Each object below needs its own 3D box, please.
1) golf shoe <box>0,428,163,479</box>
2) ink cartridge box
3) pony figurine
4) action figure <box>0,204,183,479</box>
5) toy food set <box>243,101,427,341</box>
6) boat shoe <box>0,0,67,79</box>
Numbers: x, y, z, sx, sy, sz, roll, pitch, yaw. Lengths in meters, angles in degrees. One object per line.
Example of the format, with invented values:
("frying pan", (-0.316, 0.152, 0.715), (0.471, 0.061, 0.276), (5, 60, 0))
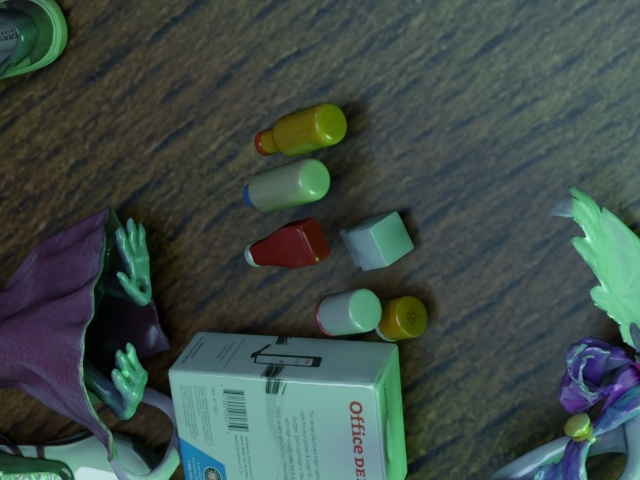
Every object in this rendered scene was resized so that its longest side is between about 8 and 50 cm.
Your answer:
("golf shoe", (-0.289, 0.249, 1.658), (0.273, 0.120, 0.105), (0, 97, 17))
("ink cartridge box", (-0.027, 0.172, 1.556), (0.203, 0.086, 0.148), (3, 116, 17))
("pony figurine", (0.294, 0.164, 1.392), (0.351, 0.303, 0.363), (38, 108, -24))
("action figure", (-0.326, 0.099, 1.632), (0.370, 0.248, 0.275), (-13, 118, 22))
("toy food set", (0.000, 0.000, 1.532), (0.104, 0.111, 0.232), (-13, 107, 51))
("boat shoe", (-0.388, -0.174, 1.635), (0.285, 0.092, 0.103), (-15, 94, 20))
